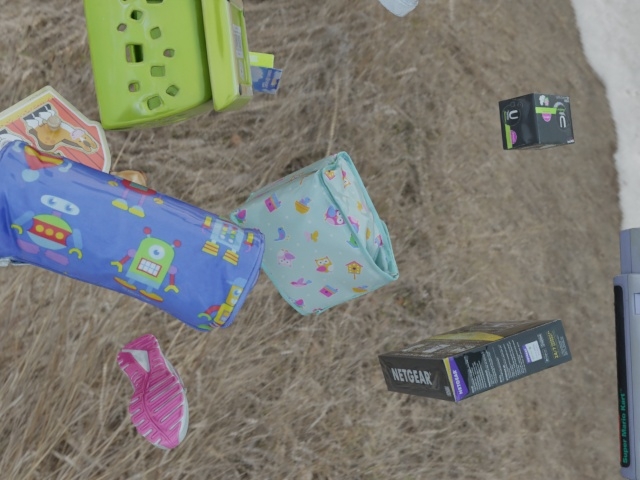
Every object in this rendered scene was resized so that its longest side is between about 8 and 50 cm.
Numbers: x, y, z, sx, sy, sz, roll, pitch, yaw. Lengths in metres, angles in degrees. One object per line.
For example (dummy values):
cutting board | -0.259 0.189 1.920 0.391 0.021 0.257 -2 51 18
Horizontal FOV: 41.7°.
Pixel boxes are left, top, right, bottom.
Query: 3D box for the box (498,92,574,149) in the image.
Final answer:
box | 0.261 -0.142 1.015 0.083 0.052 0.062 -7 90 -45

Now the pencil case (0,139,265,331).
pencil case | -0.216 0.001 0.906 0.306 0.119 0.133 20 92 -10

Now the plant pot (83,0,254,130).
plant pot | -0.221 -0.291 1.291 0.207 0.228 0.227 -5 99 5

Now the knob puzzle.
knob puzzle | -0.377 -0.118 1.160 0.213 0.030 0.213 9 57 -14

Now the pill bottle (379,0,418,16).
pill bottle | 0.142 -0.343 0.964 0.103 0.184 0.103 33 39 -31

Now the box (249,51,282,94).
box | -0.180 -0.382 1.885 0.178 0.109 0.042 6 68 -10

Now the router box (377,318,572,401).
router box | 0.279 0.219 1.579 0.243 0.309 0.081 -16 89 -18

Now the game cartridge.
game cartridge | 0.456 0.167 1.054 0.230 0.068 0.355 5 82 -33

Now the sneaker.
sneaker | -0.283 0.282 1.512 0.103 0.111 0.252 -28 40 -2

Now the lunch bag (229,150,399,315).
lunch bag | 0.000 0.000 1.562 0.262 0.223 0.160 60 27 -12

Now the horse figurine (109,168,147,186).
horse figurine | -0.413 -0.078 1.670 0.174 0.066 0.263 0 38 17
